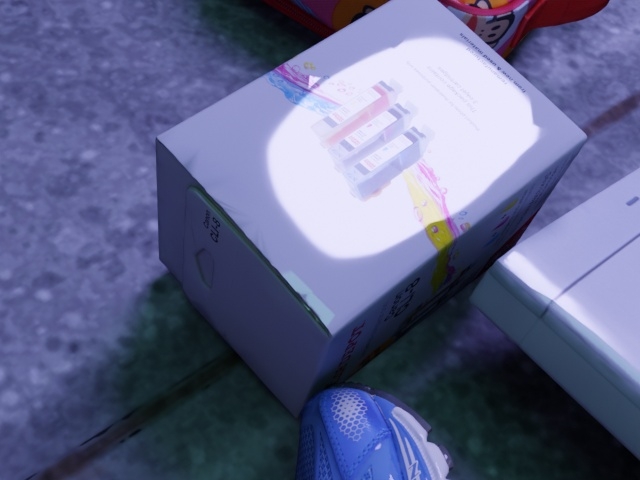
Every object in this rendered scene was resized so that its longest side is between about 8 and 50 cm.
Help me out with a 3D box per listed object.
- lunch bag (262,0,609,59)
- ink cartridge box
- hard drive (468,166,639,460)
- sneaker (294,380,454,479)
[{"bbox_3d":[0.098,-0.244,0.612,0.258,0.120,0.293,34,60,9],"label":"lunch bag"},{"bbox_3d":[0.019,-0.019,0.457,0.176,0.128,0.127,-35,72,-23],"label":"ink cartridge box"},{"bbox_3d":[0.274,0.097,0.439,0.233,0.047,0.353,-25,62,-42],"label":"hard drive"},{"bbox_3d":[-0.025,0.206,0.333,0.147,0.129,0.330,14,60,-4],"label":"sneaker"}]
